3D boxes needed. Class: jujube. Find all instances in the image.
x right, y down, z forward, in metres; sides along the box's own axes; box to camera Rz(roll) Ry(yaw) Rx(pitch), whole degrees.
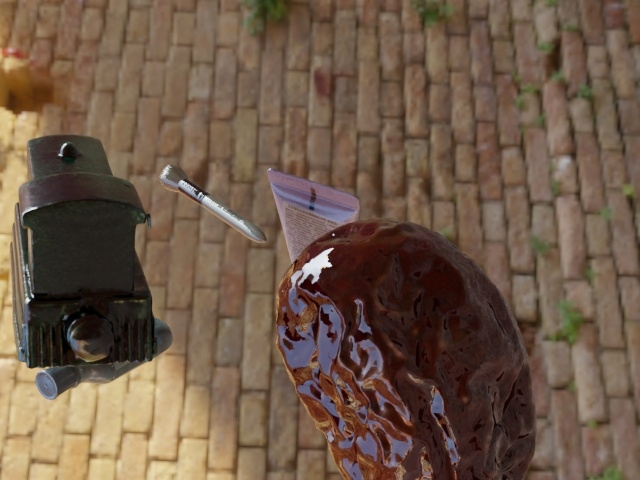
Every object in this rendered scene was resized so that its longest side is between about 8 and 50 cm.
[{"bbox_3d":[0.106,0.154,1.238,0.276,0.276,0.377,-93,-14,-72],"label":"jujube"}]

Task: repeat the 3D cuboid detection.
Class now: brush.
[{"bbox_3d":[-0.168,-0.053,1.620,0.299,0.042,0.039,35,171,44],"label":"brush"}]

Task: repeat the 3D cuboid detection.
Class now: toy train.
[{"bbox_3d":[-0.246,-0.001,1.067,0.330,0.138,0.178,-128,39,-61],"label":"toy train"}]

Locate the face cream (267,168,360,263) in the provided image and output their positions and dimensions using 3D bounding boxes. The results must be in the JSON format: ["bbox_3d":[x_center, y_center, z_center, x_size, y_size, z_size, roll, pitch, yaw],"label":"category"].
[{"bbox_3d":[0.000,0.000,1.633,0.096,0.154,0.274,-55,-26,-30],"label":"face cream"}]

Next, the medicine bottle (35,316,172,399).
[{"bbox_3d":[-0.299,0.157,1.441,0.208,0.090,0.054,-28,-48,-52],"label":"medicine bottle"}]
